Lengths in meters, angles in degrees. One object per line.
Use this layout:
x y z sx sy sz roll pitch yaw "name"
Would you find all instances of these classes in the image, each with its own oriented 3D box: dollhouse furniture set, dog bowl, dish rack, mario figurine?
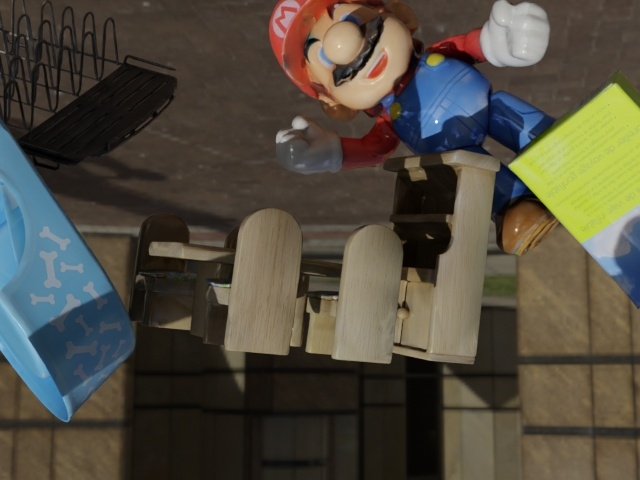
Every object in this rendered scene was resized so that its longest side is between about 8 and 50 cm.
0.000 0.000 0.716 0.242 0.161 0.212 8 177 -27 "dollhouse furniture set"
-0.241 -0.008 0.697 0.074 0.297 0.166 -34 180 -25 "dog bowl"
-0.272 -0.156 0.834 0.271 0.074 0.208 18 -142 13 "dish rack"
0.079 -0.125 0.818 0.320 0.198 0.170 36 150 18 "mario figurine"

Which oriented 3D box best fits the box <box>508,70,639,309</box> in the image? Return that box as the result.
0.246 -0.029 0.726 0.109 0.178 0.042 -41 -176 35 "box"
